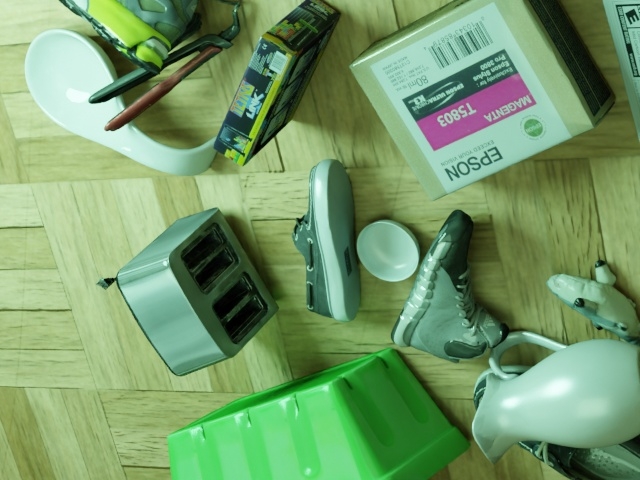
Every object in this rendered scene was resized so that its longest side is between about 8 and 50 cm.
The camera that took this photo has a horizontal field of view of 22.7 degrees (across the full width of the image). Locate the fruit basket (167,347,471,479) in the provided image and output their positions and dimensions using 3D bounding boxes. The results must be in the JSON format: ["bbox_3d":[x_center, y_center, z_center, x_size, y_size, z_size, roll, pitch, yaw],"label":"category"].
[{"bbox_3d":[0.003,0.367,2.071,0.392,0.283,0.392,9,107,30],"label":"fruit basket"}]

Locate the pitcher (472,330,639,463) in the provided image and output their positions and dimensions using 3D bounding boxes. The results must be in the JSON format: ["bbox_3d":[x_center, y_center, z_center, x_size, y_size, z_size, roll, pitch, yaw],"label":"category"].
[{"bbox_3d":[0.293,0.168,1.900,0.207,0.177,0.125,-15,138,25],"label":"pitcher"}]

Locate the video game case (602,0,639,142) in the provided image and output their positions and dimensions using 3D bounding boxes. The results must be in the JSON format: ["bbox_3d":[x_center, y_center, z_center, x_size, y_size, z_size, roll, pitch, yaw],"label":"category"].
[{"bbox_3d":[0.452,-0.125,1.658,0.300,0.036,0.329,7,122,50],"label":"video game case"}]

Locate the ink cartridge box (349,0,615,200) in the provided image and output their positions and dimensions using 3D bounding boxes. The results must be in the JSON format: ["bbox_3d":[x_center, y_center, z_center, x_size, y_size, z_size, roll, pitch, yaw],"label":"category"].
[{"bbox_3d":[0.181,-0.177,1.800,0.235,0.088,0.193,-25,102,34],"label":"ink cartridge box"}]

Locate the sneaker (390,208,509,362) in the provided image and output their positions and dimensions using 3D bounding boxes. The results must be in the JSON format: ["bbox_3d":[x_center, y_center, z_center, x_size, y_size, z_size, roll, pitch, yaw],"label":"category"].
[{"bbox_3d":[0.180,0.066,1.950,0.132,0.086,0.228,26,136,6],"label":"sneaker"}]

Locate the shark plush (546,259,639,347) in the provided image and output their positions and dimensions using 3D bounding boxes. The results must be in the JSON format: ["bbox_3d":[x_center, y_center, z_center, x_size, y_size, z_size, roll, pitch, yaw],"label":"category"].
[{"bbox_3d":[0.347,0.087,1.906,0.161,0.073,0.067,31,150,-17],"label":"shark plush"}]

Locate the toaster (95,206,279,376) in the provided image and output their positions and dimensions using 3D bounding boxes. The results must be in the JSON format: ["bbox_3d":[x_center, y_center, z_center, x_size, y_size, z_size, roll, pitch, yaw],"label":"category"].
[{"bbox_3d":[-0.162,0.067,2.052,0.110,0.186,0.168,-21,105,39],"label":"toaster"}]

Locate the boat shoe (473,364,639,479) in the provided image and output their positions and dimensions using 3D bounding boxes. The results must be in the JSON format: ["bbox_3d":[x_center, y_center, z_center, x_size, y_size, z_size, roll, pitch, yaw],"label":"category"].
[{"bbox_3d":[0.322,0.245,1.964,0.303,0.091,0.114,17,123,17],"label":"boat shoe"}]

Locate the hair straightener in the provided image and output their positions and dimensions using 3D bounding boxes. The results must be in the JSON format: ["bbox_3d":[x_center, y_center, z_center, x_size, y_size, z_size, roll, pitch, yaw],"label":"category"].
[{"bbox_3d":[-0.193,-0.230,1.945,0.230,0.047,0.089,-35,83,16],"label":"hair straightener"}]

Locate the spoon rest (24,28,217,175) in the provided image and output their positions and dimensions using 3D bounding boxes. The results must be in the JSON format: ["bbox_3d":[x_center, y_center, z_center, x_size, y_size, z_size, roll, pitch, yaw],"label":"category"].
[{"bbox_3d":[-0.263,-0.169,2.031,0.276,0.084,0.137,32,126,7],"label":"spoon rest"}]

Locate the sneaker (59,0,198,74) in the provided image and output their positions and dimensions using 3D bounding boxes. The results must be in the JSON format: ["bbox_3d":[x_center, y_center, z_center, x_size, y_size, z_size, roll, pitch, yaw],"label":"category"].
[{"bbox_3d":[-0.265,-0.330,1.937,0.300,0.111,0.121,42,84,16],"label":"sneaker"}]

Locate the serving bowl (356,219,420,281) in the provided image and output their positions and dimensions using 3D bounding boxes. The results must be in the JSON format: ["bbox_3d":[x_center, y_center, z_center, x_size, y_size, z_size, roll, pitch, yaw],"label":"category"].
[{"bbox_3d":[0.088,0.009,1.988,0.083,0.027,0.083,12,121,21],"label":"serving bowl"}]

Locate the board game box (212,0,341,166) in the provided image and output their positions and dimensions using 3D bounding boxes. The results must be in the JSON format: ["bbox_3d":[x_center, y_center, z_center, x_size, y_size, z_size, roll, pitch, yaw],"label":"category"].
[{"bbox_3d":[-0.052,-0.189,1.876,0.048,0.141,0.170,32,126,6],"label":"board game box"}]

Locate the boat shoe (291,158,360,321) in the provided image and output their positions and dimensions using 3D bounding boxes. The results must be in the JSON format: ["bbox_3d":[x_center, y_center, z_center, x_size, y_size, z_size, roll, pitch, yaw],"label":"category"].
[{"bbox_3d":[0.000,0.000,2.003,0.076,0.080,0.228,6,127,22],"label":"boat shoe"}]
